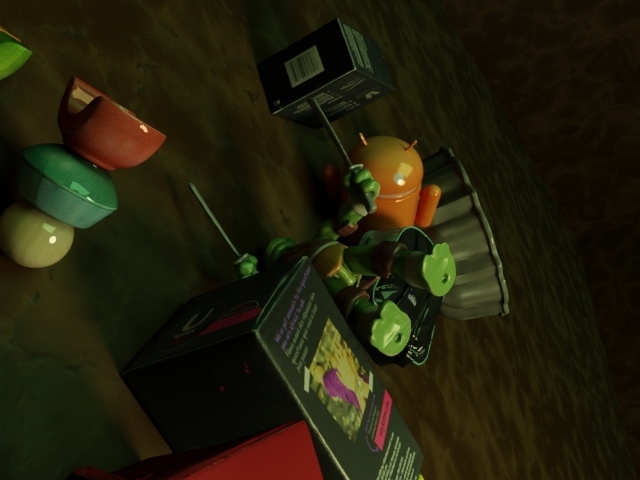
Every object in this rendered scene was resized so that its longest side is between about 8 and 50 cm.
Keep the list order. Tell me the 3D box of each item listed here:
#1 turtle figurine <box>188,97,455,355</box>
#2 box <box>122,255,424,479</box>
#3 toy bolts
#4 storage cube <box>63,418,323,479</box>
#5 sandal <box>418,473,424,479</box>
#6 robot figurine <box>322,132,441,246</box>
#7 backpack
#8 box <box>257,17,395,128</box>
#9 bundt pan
[{"bbox_3d":[0.000,0.000,0.812,0.198,0.266,0.274,-17,118,-40],"label":"turtle figurine"},{"bbox_3d":[-0.035,0.179,0.707,0.270,0.165,0.143,60,29,-15],"label":"box"},{"bbox_3d":[-0.269,-0.084,0.565,0.229,0.158,0.218,32,2,-36],"label":"toy bolts"},{"bbox_3d":[-0.102,0.253,0.507,0.193,0.184,0.214,1,69,-62],"label":"storage cube"},{"bbox_3d":[0.100,0.384,0.891,0.138,0.126,0.317,87,-20,-84],"label":"sandal"},{"bbox_3d":[0.093,-0.073,1.131,0.128,0.219,0.158,-24,49,-29],"label":"robot figurine"},{"bbox_3d":[0.102,0.074,1.057,0.166,0.144,0.188,50,55,-29],"label":"backpack"},{"bbox_3d":[0.012,-0.262,1.143,0.158,0.156,0.093,3,67,-62],"label":"box"},{"bbox_3d":[0.223,0.003,1.299,0.331,0.124,0.330,-20,90,-87],"label":"bundt pan"}]
